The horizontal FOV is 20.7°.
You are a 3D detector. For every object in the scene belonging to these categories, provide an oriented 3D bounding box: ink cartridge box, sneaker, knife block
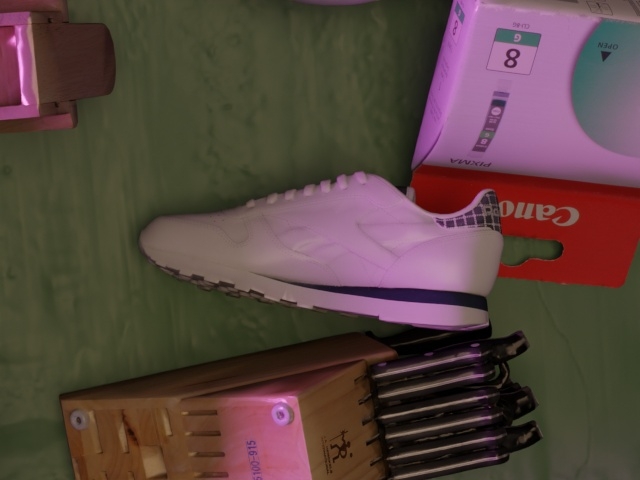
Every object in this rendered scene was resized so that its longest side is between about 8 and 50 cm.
[{"bbox_3d":[0.155,-0.056,1.151,0.181,0.056,0.224,6,120,-13],"label":"ink cartridge box"},{"bbox_3d":[0.000,0.000,1.137,0.235,0.090,0.094,8,88,6],"label":"sneaker"},{"bbox_3d":[0.000,0.114,1.174,0.276,0.242,0.088,-5,98,33],"label":"knife block"}]

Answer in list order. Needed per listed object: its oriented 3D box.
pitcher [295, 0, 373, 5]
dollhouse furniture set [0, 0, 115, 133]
[{"bbox_3d":[0.036,-0.235,1.127,0.207,0.125,0.177,4,78,-24],"label":"pitcher"},{"bbox_3d":[-0.321,-0.208,1.072,0.356,0.174,0.303,-4,96,11],"label":"dollhouse furniture set"}]
